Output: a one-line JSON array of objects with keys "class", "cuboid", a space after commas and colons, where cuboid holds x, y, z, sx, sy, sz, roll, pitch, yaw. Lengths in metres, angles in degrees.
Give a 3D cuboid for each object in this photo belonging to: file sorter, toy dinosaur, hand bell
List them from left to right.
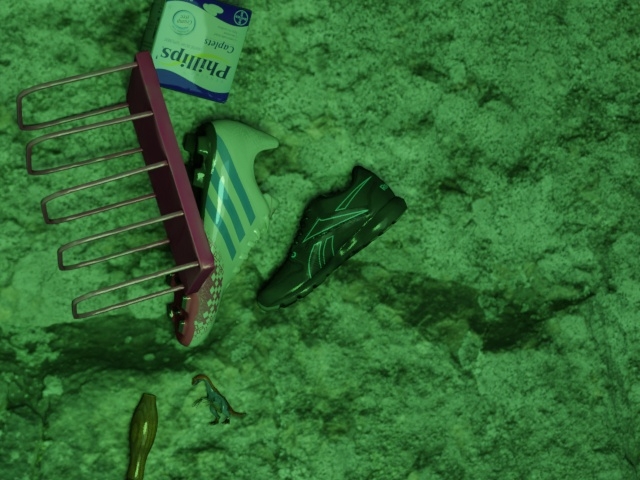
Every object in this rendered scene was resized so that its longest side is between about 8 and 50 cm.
[{"class": "file sorter", "cuboid": [-0.275, -0.062, 1.815, 0.182, 0.202, 0.291, -16, 82, -14]}, {"class": "hand bell", "cuboid": [-0.270, 0.344, 2.034, 0.126, 0.126, 0.242, 13, 84, -24]}, {"class": "toy dinosaur", "cuboid": [-0.161, 0.235, 2.083, 0.090, 0.047, 0.082, -19, 102, -52]}]

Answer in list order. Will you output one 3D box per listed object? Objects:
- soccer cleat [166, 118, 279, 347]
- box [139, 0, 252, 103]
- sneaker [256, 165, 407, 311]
[{"class": "soccer cleat", "cuboid": [-0.131, -0.005, 1.984, 0.143, 0.116, 0.331, 5, 100, -22]}, {"class": "box", "cuboid": [-0.177, -0.271, 1.928, 0.126, 0.072, 0.137, 13, 98, -24]}, {"class": "sneaker", "cuboid": [0.000, 0.000, 2.068, 0.267, 0.101, 0.106, -40, 92, -9]}]
